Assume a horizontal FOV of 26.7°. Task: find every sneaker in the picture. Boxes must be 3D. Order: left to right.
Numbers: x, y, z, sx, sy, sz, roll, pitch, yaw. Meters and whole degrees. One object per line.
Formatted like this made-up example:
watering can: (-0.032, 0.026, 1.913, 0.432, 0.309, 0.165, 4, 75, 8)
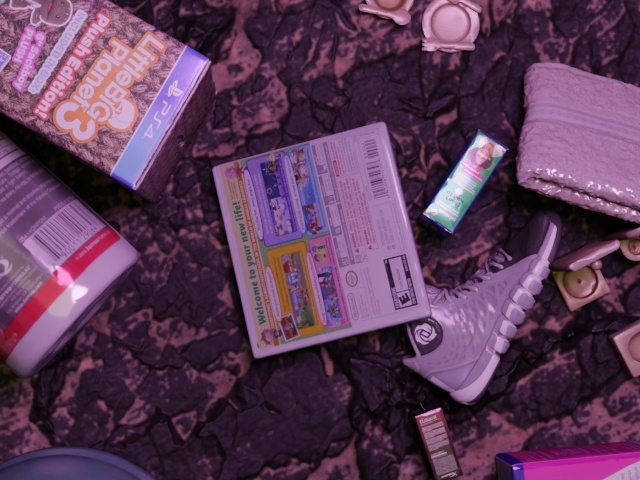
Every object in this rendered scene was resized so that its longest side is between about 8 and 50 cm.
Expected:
sneaker: (0.157, 0.049, 1.429, 0.132, 0.086, 0.229, 27, 87, 1)

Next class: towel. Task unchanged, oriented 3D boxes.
towel: (0.342, -0.086, 1.409, 0.282, 0.049, 0.187, 17, 44, -3)

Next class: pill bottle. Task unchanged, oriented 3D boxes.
pill bottle: (-0.354, -0.027, 1.356, 0.318, 0.176, 0.176, 42, 86, -1)

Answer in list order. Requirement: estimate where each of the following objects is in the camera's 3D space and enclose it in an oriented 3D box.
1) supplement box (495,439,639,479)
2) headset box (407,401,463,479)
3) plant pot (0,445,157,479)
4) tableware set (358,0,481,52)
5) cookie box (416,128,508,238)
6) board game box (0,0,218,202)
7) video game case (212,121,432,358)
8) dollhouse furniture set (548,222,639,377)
supplement box: (0.304, 0.273, 1.413, 0.220, 0.114, 0.111, -4, 87, -2)
headset box: (0.120, 0.210, 1.430, 0.032, 0.062, 0.083, -19, 90, -4)
plant pot: (-0.267, 0.361, 1.337, 0.293, 0.196, 0.293, 0, 87, -3)
tableware set: (0.122, -0.292, 1.472, 0.141, 0.020, 0.169, 18, 86, -3)
cookie box: (0.148, -0.058, 1.428, 0.040, 0.092, 0.107, 33, 86, 1)
board game box: (-0.262, -0.175, 1.340, 0.291, 0.232, 0.141, 30, 87, -1)
video game case: (0.000, 0.000, 1.421, 0.193, 0.023, 0.212, -14, 82, 9)
dollhouse furniture set: (0.343, 0.060, 1.418, 0.144, 0.123, 0.151, -27, 89, -4)
